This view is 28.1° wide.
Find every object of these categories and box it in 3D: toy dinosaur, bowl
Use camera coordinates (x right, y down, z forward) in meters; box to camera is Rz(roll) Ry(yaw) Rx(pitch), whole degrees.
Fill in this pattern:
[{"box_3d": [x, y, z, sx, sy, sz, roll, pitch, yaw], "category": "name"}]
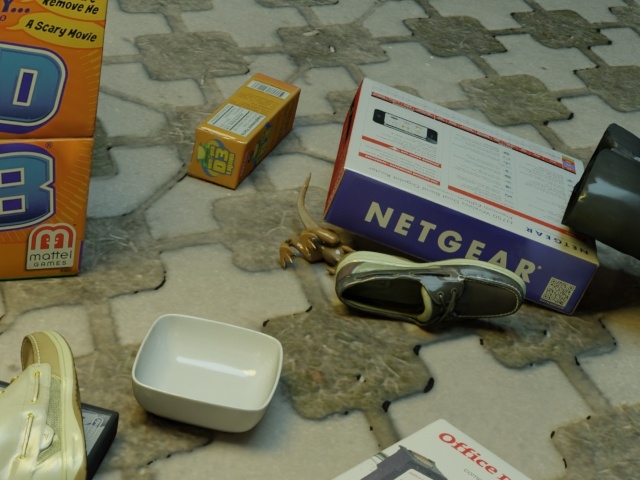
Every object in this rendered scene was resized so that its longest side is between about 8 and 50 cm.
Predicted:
[{"box_3d": [0.000, 0.000, 1.580, 0.112, 0.064, 0.211, -3, 40, -48], "category": "toy dinosaur"}, {"box_3d": [-0.113, 0.139, 1.284, 0.142, 0.053, 0.142, 12, 29, 2], "category": "bowl"}]

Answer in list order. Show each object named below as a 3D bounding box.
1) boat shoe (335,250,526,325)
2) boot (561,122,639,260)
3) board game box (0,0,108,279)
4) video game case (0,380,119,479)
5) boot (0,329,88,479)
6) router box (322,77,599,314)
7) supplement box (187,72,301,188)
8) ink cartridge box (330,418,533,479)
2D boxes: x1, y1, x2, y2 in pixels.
[{"box_3d": [0.125, 0.065, 1.483, 0.224, 0.080, 0.073, 8, 34, 4], "category": "boat shoe"}, {"box_3d": [0.491, 0.045, 1.478, 0.445, 0.146, 0.367, 33, 20, 5], "category": "boot"}, {"box_3d": [-0.469, -0.190, 1.425, 0.357, 0.356, 0.356, -4, 32, -25], "category": "board game box"}, {"box_3d": [-0.336, 0.204, 1.106, 0.248, 0.035, 0.275, 14, 29, 5], "category": "video game case"}, {"box_3d": [-0.293, 0.152, 1.102, 0.165, 0.077, 0.213, -1, 34, -18], "category": "boot"}, {"box_3d": [0.183, -0.067, 1.668, 0.336, 0.082, 0.301, 21, 29, -4], "category": "router box"}, {"box_3d": [-0.104, -0.155, 1.782, 0.080, 0.078, 0.233, 21, 31, 11], "category": "supplement box"}, {"box_3d": [0.084, 0.268, 1.079, 0.172, 0.100, 0.237, 32, 35, 32], "category": "ink cartridge box"}]
